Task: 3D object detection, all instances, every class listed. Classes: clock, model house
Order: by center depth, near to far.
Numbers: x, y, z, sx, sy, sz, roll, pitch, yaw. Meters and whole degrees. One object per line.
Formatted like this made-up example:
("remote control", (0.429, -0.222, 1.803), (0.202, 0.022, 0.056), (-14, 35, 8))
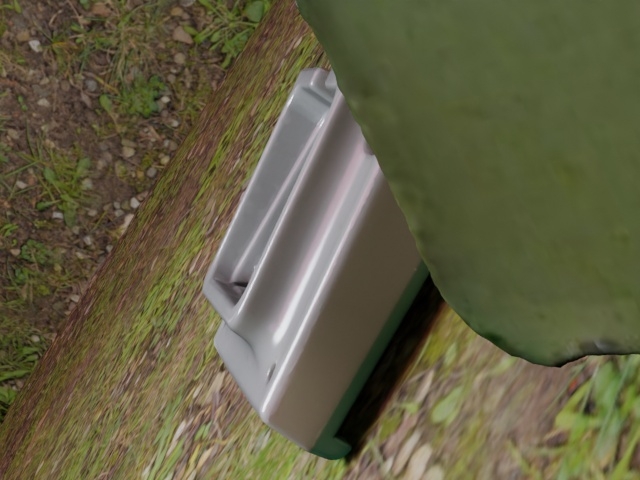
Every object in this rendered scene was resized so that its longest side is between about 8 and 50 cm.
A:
("model house", (0.143, -0.080, 0.546), (0.189, 0.195, 0.214), (-39, 15, -33))
("clock", (0.000, 0.000, 0.965), (0.231, 0.116, 0.262), (-60, 11, 0))
